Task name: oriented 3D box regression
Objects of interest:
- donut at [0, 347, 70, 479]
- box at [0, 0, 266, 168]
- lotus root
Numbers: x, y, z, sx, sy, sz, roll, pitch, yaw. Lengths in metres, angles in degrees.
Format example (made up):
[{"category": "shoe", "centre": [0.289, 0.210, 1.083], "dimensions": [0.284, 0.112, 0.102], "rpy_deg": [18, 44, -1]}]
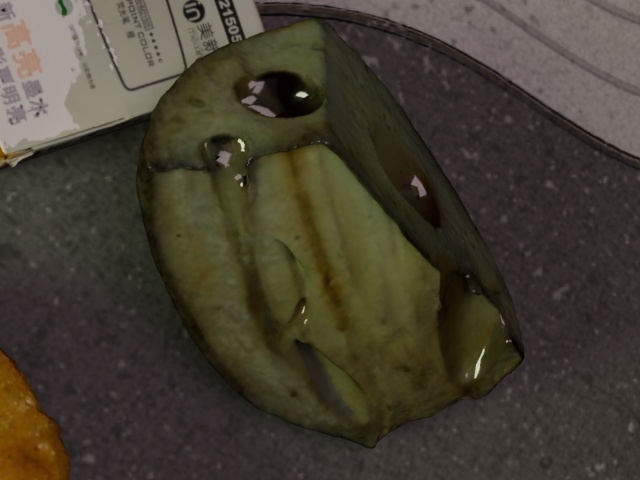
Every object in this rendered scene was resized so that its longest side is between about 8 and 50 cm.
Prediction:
[{"category": "donut", "centre": [-0.304, 0.165, 0.872], "dimensions": [0.303, 0.110, 0.303], "rpy_deg": [12, 53, -16]}, {"category": "box", "centre": [-0.178, -0.205, 1.026], "dimensions": [0.221, 0.091, 0.274], "rpy_deg": [-23, 94, -25]}, {"category": "lotus root", "centre": [0.001, -0.004, 1.044], "dimensions": [0.210, 0.142, 0.314], "rpy_deg": [-22, 128, 7]}]
